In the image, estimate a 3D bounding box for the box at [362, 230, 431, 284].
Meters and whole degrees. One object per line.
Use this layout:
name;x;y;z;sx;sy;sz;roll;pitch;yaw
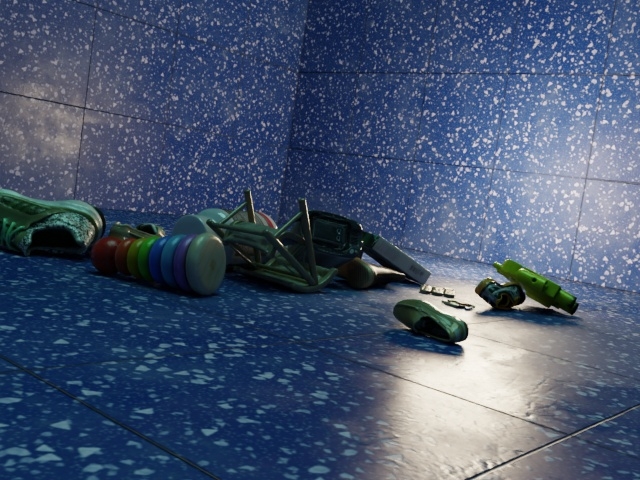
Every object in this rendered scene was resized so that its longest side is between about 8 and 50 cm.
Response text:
box;0.229;0.050;2.528;0.232;0.058;0.322;35;-5;-17

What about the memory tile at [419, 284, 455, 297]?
memory tile;0.370;0.159;2.270;0.113;0.012;0.148;9;4;9

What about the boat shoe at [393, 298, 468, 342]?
boat shoe;0.218;0.170;1.516;0.072;0.068;0.190;-11;16;-41

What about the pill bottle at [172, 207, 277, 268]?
pill bottle;-0.276;-0.004;2.091;0.176;0.176;0.318;11;5;31

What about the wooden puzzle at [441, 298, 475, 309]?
wooden puzzle;0.391;0.179;2.038;0.078;0.014;0.116;5;6;-38

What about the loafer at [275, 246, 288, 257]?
loafer;-0.038;0.064;2.246;0.111;0.112;0.319;48;20;13

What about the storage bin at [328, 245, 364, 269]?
storage bin;0.097;0.056;2.389;0.098;0.135;0.091;11;-4;37

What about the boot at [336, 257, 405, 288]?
boot;0.169;0.097;2.168;0.206;0.090;0.248;4;2;-24

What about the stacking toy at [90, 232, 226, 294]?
stacking toy;-0.391;0.047;1.662;0.330;0.141;0.141;2;2;22

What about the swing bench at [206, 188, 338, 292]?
swing bench;-0.128;0.020;1.918;0.253;0.255;0.165;11;44;45

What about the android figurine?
android figurine;0.658;0.139;2.212;0.273;0.056;0.248;30;-3;27

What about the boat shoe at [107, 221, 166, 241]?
boat shoe;-0.491;0.003;2.081;0.113;0.103;0.302;11;5;26

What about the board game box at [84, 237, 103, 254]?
board game box;-0.676;0.010;2.087;0.201;0.035;0.136;11;5;31

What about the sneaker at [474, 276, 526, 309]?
sneaker;0.540;0.170;2.109;0.215;0.084;0.083;10;29;-41

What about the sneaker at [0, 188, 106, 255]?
sneaker;-0.775;-0.030;1.855;0.410;0.158;0.182;1;24;-10

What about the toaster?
toaster;0.000;0.000;2.061;0.227;0.129;0.146;13;-26;-18
